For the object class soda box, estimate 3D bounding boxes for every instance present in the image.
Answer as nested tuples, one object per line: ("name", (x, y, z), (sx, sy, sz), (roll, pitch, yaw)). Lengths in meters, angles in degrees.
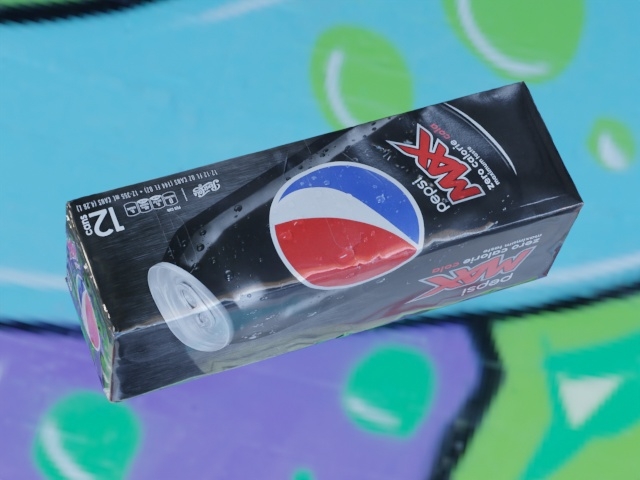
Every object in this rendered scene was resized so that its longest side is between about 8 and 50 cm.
("soda box", (0.000, 0.000, 0.632), (0.169, 0.053, 0.060), (-16, 156, -16))
